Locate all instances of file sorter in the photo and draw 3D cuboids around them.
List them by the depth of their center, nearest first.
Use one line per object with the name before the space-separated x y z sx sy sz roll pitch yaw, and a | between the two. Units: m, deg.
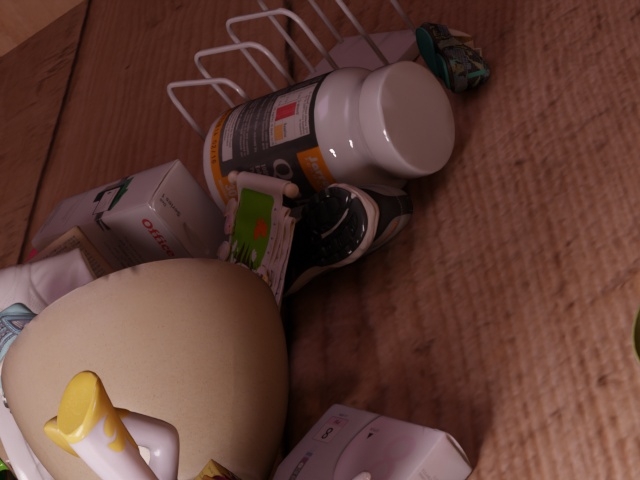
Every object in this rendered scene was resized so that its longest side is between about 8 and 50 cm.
file sorter | -0.037 -0.230 2.377 0.278 0.173 0.193 -50 26 -23

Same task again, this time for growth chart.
growth chart | -0.080 0.036 2.023 0.172 0.021 0.237 -1 79 58

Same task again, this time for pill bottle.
pill bottle | 0.009 -0.110 2.115 0.278 0.162 0.162 -16 33 42

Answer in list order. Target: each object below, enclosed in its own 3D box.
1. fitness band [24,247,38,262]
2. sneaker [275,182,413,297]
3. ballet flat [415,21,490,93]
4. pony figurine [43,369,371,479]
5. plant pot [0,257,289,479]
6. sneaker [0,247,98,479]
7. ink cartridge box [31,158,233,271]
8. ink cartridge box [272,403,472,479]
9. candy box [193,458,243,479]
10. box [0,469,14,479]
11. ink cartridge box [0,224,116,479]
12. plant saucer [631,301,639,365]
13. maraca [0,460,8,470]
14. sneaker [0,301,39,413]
fitness band | -0.287 -0.002 2.473 0.291 0.054 0.209 -14 34 41
sneaker | 0.000 0.000 2.044 0.108 0.100 0.271 -12 -4 -39
ballet flat | 0.166 -0.226 2.239 0.070 0.070 0.188 -36 26 7
pony figurine | -0.113 0.300 1.391 0.303 0.363 0.351 5 71 47
plant pot | -0.147 0.179 1.759 0.284 0.284 0.191 -32 57 15
sneaker | -0.274 0.139 1.966 0.169 0.108 0.292 -19 64 -3
ink cartridge box | -0.218 0.008 2.230 0.219 0.160 0.092 -16 33 39
ink cartridge box | 0.003 0.255 1.623 0.232 0.066 0.189 -44 25 -22
candy box | -0.108 0.298 1.592 0.187 0.109 0.053 -51 27 2
box | -0.441 0.319 2.144 0.179 0.043 0.105 -34 25 4
ink cartridge box | -0.309 0.129 2.081 0.234 0.193 0.088 -36 -21 -14
plant saucer | 0.370 0.045 1.496 0.241 0.037 0.241 -32 24 16
maraca | -0.348 0.206 2.145 0.127 0.099 0.186 -19 42 -5
sneaker | -0.207 0.103 1.904 0.110 0.283 0.122 -55 46 42
